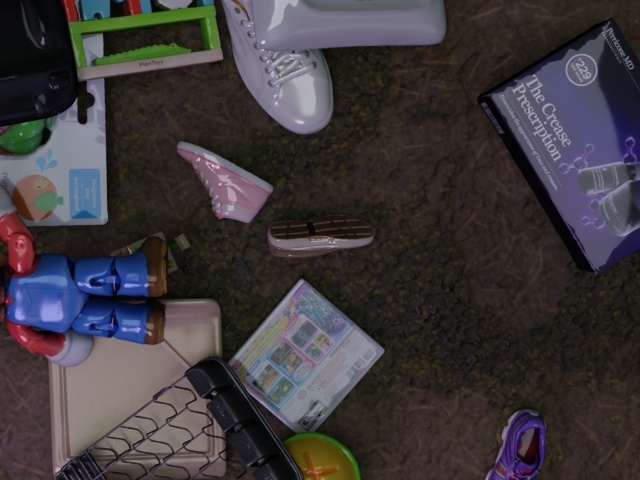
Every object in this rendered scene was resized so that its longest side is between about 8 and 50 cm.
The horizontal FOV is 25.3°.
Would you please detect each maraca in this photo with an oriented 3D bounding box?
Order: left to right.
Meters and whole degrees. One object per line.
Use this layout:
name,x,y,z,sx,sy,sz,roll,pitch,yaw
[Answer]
maraca,-0.020,0.327,1.795,0.127,0.099,0.186,27,107,10

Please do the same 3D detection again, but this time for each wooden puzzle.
wooden puzzle,-0.233,0.191,1.812,0.220,0.044,0.239,-2,98,-1

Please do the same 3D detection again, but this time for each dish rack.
dish rack,-0.183,0.295,1.745,0.271,0.074,0.208,-38,76,9

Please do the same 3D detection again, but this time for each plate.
plate,0.039,-0.372,1.713,0.277,0.045,0.278,-7,94,-31

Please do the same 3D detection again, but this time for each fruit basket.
fruit basket,-0.439,-0.175,1.722,0.353,0.165,0.327,0,94,-4

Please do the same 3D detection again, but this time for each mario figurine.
mario figurine,-0.344,0.042,1.708,0.320,0.170,0.198,4,76,-8

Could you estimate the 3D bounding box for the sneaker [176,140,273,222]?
sneaker,-0.132,-0.069,1.788,0.134,0.051,0.070,29,87,-7

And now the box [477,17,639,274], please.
box,0.344,-0.117,1.773,0.184,0.103,0.261,-32,94,-2

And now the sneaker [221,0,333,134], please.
sneaker,-0.071,-0.262,1.741,0.106,0.123,0.290,-26,94,3

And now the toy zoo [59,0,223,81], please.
toy zoo,-0.235,-0.352,1.743,0.192,0.030,0.293,-12,94,-24

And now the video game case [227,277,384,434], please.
video game case,-0.021,0.152,1.822,0.143,0.019,0.157,41,93,-3

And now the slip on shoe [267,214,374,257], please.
slip on shoe,0.000,0.000,1.803,0.135,0.051,0.041,-5,134,-9

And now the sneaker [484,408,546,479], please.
sneaker,0.248,0.299,1.811,0.068,0.071,0.170,10,94,-2

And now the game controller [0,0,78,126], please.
game controller,-0.442,-0.203,1.638,0.319,0.067,0.167,-12,83,-20

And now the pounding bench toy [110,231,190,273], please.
pounding bench toy,-0.211,0.021,1.791,0.083,0.065,0.052,-25,94,-31
